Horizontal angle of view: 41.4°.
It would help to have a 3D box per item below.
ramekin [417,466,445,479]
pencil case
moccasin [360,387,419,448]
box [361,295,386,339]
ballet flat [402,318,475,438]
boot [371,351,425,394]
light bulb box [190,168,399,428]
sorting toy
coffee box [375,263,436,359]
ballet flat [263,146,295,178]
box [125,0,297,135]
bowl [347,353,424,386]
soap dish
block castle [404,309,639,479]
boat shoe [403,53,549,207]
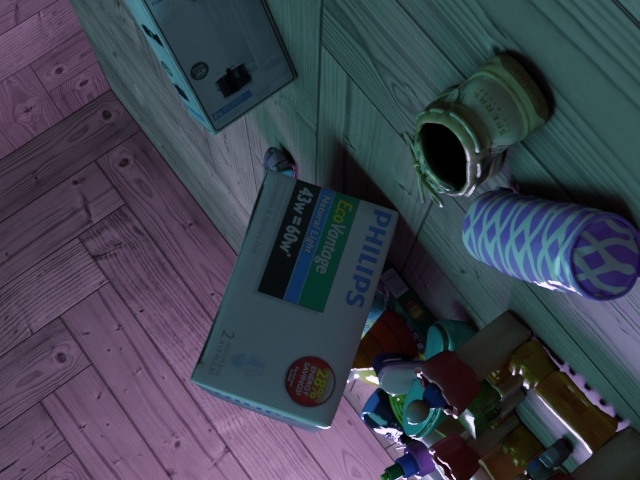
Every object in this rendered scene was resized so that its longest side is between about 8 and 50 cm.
[{"bbox_3d":[0.330,0.566,1.947,0.273,0.127,0.273,52,169,15],"label":"ramekin"},{"bbox_3d":[0.217,0.002,0.818,0.088,0.086,0.206,21,-177,-20],"label":"pencil case"},{"bbox_3d":[0.192,0.413,1.869,0.117,0.138,0.342,30,-177,29],"label":"moccasin"},{"bbox_3d":[0.043,0.181,1.710,0.233,0.044,0.159,-1,109,27],"label":"box"},{"bbox_3d":[0.202,0.230,1.385,0.083,0.087,0.247,-121,34,-48],"label":"ballet flat"},{"bbox_3d":[0.187,0.229,1.486,0.086,0.190,0.069,-117,37,-70],"label":"boot"},{"bbox_3d":[-0.044,0.120,1.429,0.225,0.358,0.361,18,166,1],"label":"light bulb box"},{"bbox_3d":[0.124,0.313,1.598,0.127,0.126,0.366,31,139,58],"label":"sorting toy"},{"bbox_3d":[0.162,0.133,1.557,0.184,0.040,0.113,53,169,6],"label":"coffee box"},{"bbox_3d":[-0.088,-0.127,1.770,0.221,0.077,0.079,93,158,-66],"label":"ballet flat"},{"bbox_3d":[-0.166,-0.318,1.230,0.087,0.169,0.290,43,164,46],"label":"box"},{"bbox_3d":[0.086,0.219,1.841,0.289,0.156,0.289,51,168,15],"label":"bowl"},{"bbox_3d":[0.323,0.451,1.645,0.229,0.118,0.291,56,169,-13],"label":"soap dish"},{"bbox_3d":[0.280,0.337,1.229,0.303,0.213,0.453,48,167,29],"label":"block castle"},{"bbox_3d":[0.131,-0.098,0.848,0.104,0.089,0.285,52,169,6],"label":"boat shoe"}]
